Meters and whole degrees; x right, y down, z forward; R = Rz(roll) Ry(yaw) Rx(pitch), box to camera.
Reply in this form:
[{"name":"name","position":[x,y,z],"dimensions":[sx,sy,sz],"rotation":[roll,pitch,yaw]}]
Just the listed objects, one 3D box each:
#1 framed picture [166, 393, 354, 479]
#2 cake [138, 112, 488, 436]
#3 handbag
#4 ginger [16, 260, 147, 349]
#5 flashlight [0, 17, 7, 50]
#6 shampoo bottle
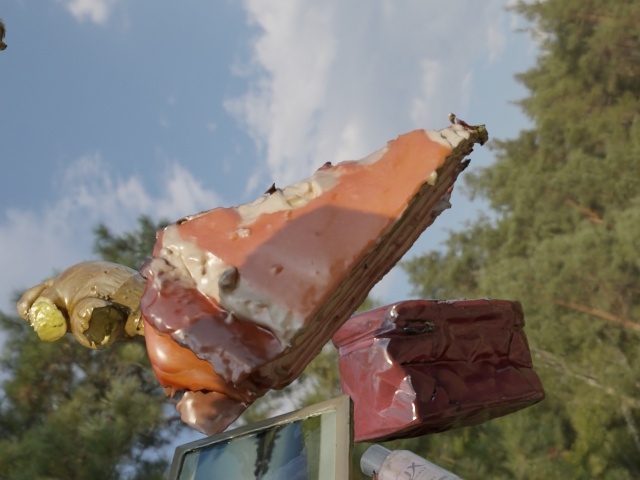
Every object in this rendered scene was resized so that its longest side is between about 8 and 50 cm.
[{"name":"framed picture","position":[-0.035,0.138,0.367],"dimensions":[0.149,0.109,0.011],"rotation":[-87,-25,-62]},{"name":"cake","position":[0.000,-0.005,0.519],"dimensions":[0.287,0.135,0.098],"rotation":[-36,-36,-23]},{"name":"handbag","position":[0.120,0.127,0.793],"dimensions":[0.225,0.146,0.135],"rotation":[3,-112,-38]},{"name":"ginger","position":[-0.284,0.083,1.008],"dimensions":[0.157,0.216,0.102],"rotation":[-17,-64,-52]},{"name":"flashlight","position":[-0.296,-0.153,0.671],"dimensions":[0.035,0.057,0.121],"rotation":[9,-52,-24]},{"name":"shampoo bottle","position":[0.129,0.304,0.936],"dimensions":[0.072,0.214,0.072],"rotation":[-5,-82,-34]}]
